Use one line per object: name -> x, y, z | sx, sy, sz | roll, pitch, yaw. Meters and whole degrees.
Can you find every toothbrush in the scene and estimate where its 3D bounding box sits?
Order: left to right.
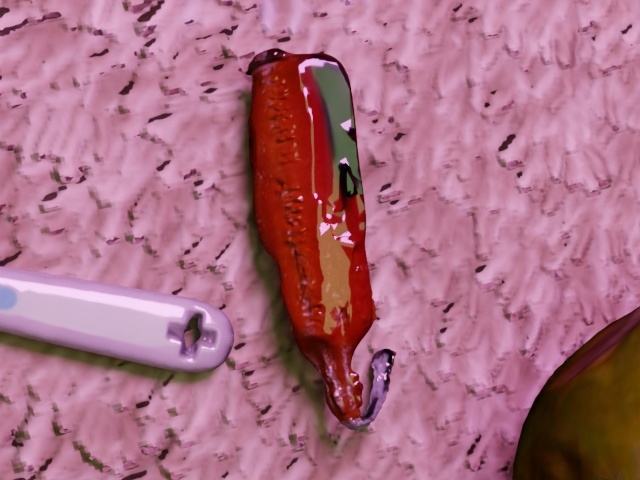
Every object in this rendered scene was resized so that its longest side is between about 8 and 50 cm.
toothbrush -> -0.217, 0.002, 0.517 | 0.386, 0.040, 0.040 | 12, 80, -14

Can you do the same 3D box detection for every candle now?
candle -> 0.000, 0.000, 0.580 | 0.053, 0.048, 0.162 | -10, 86, 18

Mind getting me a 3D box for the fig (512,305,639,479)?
fig -> 0.217, 0.095, 0.571 | 0.275, 0.206, 0.206 | -21, 89, -40
